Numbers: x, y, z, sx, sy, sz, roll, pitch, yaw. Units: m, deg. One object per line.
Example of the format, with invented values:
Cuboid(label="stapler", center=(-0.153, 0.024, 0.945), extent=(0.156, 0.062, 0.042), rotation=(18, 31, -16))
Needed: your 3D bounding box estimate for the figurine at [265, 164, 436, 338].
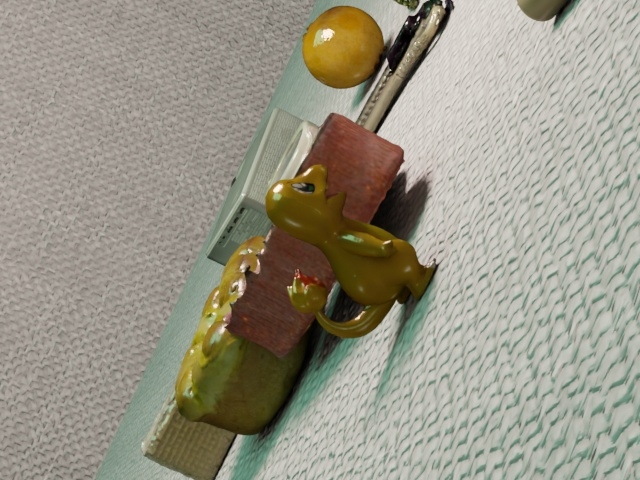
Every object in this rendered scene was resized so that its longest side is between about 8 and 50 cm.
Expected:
Cuboid(label="figurine", center=(0.010, 0.015, 1.500), extent=(0.122, 0.176, 0.121), rotation=(-48, 3, -13))

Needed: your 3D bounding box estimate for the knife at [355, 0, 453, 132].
Cuboid(label="knife", center=(0.082, -0.199, 2.197), extent=(0.365, 0.043, 0.089), rotation=(-59, 9, 32))

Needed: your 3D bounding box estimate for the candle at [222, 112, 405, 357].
Cuboid(label="candle", center=(0.000, 0.000, 1.793), extent=(0.287, 0.131, 0.317), rotation=(-60, -1, -5))

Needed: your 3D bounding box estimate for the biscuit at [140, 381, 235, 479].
Cuboid(label="biscuit", center=(-0.149, 0.208, 2.123), extent=(0.238, 0.108, 0.062), rotation=(-64, 11, -2))

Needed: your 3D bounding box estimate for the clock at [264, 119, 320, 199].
Cuboid(label="clock", center=(-0.032, -0.117, 2.566), extent=(0.151, 0.062, 0.191), rotation=(-62, 9, 5))

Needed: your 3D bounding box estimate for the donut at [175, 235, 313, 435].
Cuboid(label="donut", center=(-0.092, 0.128, 1.958), extent=(0.208, 0.128, 0.261), rotation=(-58, 10, 40))

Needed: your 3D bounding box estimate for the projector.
Cuboid(label="projector", center=(-0.103, -0.086, 2.786), extent=(0.192, 0.099, 0.256), rotation=(-54, 13, 44))

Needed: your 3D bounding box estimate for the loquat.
Cuboid(label="loquat", center=(0.037, -0.312, 2.511), extent=(0.141, 0.141, 0.141), rotation=(-61, 9, 16))

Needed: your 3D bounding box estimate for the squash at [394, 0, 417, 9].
Cuboid(label="squash", center=(0.131, -0.405, 2.495), extent=(0.052, 0.052, 0.183), rotation=(-61, 8, 17))

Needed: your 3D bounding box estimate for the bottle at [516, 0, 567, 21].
Cuboid(label="bottle", center=(0.226, -0.250, 1.472), extent=(0.096, 0.045, 0.045), rotation=(-48, 17, 53))
